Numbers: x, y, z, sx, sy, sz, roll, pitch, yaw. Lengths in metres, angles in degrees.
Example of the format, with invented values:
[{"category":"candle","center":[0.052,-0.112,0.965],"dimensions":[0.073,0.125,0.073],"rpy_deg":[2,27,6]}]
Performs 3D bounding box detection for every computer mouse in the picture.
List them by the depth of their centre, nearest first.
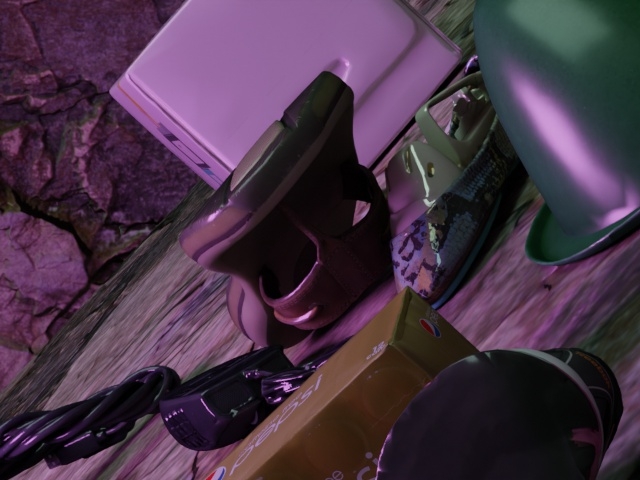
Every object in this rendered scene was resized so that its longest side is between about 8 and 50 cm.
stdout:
[{"category":"computer mouse","center":[-0.023,0.084,0.973],"dimensions":[0.071,0.041,0.242],"rpy_deg":[-29,4,-26]}]

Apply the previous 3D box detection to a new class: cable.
[{"category":"cable","center":[-0.188,0.134,1.341],"dimensions":[0.184,0.047,0.150],"rpy_deg":[-26,-12,31]}]

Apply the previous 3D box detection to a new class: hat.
[{"category":"hat","center":[0.085,-0.112,0.771],"dimensions":[0.173,0.183,0.208],"rpy_deg":[-49,8,-5]}]

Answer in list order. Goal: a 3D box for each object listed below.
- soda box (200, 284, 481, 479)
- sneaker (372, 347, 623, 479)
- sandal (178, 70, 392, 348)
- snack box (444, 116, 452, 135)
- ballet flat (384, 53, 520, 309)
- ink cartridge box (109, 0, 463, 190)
[{"category":"soda box","center":[-0.009,0.103,0.678],"dimensions":[0.181,0.061,0.058],"rpy_deg":[-45,8,20]},{"category":"sneaker","center":[0.032,0.099,0.534],"dimensions":[0.178,0.072,0.077],"rpy_deg":[-46,-15,26]},{"category":"sandal","center":[0.001,-0.001,0.975],"dimensions":[0.120,0.086,0.303],"rpy_deg":[-51,-14,-9]},{"category":"snack box","center":[0.109,-0.089,1.126],"dimensions":[0.064,0.022,0.178],"rpy_deg":[-45,9,32]},{"category":"ballet flat","center":[0.067,-0.037,0.944],"dimensions":[0.070,0.070,0.188],"rpy_deg":[-41,11,42]},{"category":"ink cartridge box","center":[-0.039,-0.139,1.523],"dimensions":[0.198,0.197,0.270],"rpy_deg":[-49,8,-5]}]
